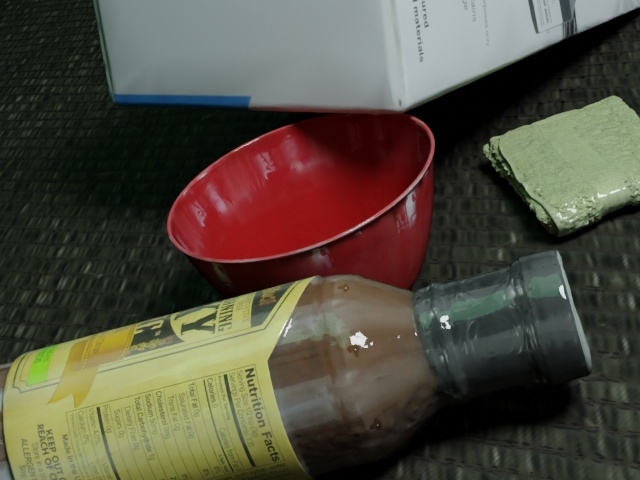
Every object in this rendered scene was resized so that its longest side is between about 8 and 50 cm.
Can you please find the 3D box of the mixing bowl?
[{"bbox_3d":[0.000,0.000,0.841,0.181,0.098,0.181,-15,29,9],"label":"mixing bowl"}]

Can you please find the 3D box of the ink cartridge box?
[{"bbox_3d":[0.053,-0.228,1.029,0.285,0.166,0.395,6,22,38],"label":"ink cartridge box"}]

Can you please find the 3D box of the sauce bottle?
[{"bbox_3d":[-0.027,0.082,0.709,0.344,0.111,0.111,-15,29,8],"label":"sauce bottle"}]

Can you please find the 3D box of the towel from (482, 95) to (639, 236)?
[{"bbox_3d":[0.183,-0.054,0.890,0.110,0.027,0.148,-21,27,-2],"label":"towel"}]
